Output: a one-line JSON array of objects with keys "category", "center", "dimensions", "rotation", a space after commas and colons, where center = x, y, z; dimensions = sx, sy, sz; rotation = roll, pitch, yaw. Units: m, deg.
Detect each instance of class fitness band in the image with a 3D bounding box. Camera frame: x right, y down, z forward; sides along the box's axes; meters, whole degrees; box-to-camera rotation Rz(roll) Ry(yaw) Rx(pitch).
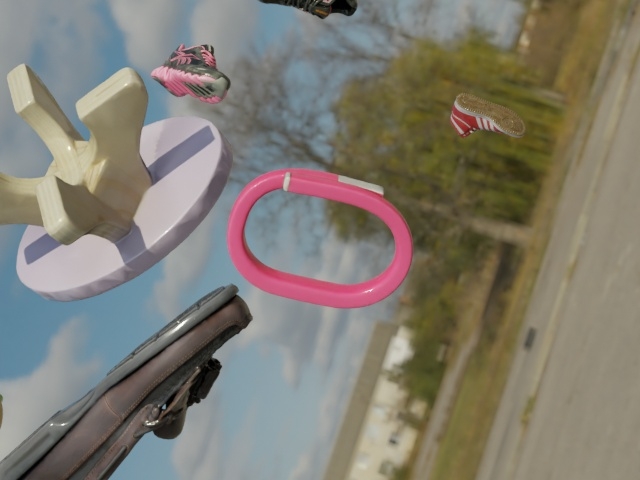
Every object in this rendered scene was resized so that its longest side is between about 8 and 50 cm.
[{"category": "fitness band", "center": [0.000, 0.000, 2.035], "dimensions": [0.054, 0.291, 0.209], "rotation": [-88, 12, -67]}]

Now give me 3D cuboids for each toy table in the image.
[{"category": "toy table", "center": [-0.249, -0.067, 1.389], "dimensions": [0.274, 0.252, 0.161], "rotation": [-42, -42, 4]}]

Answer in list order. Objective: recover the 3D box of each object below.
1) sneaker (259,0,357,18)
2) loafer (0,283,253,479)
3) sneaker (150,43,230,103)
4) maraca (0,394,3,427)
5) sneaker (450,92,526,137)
[{"category": "sneaker", "center": [-0.014, -0.387, 2.070], "dimensions": [0.077, 0.178, 0.072], "rotation": [66, 149, 26]}, {"category": "loafer", "center": [-0.165, 0.157, 1.192], "dimensions": [0.302, 0.095, 0.109], "rotation": [-38, 1, 17]}, {"category": "sneaker", "center": [-0.118, -0.168, 1.272], "dimensions": [0.047, 0.119, 0.057], "rotation": [44, -104, -34]}, {"category": "maraca", "center": [-0.478, 0.243, 1.662], "dimensions": [0.127, 0.099, 0.186], "rotation": [-45, -10, 34]}, {"category": "sneaker", "center": [0.257, -0.181, 2.041], "dimensions": [0.042, 0.118, 0.067], "rotation": [-61, -4, -33]}]
